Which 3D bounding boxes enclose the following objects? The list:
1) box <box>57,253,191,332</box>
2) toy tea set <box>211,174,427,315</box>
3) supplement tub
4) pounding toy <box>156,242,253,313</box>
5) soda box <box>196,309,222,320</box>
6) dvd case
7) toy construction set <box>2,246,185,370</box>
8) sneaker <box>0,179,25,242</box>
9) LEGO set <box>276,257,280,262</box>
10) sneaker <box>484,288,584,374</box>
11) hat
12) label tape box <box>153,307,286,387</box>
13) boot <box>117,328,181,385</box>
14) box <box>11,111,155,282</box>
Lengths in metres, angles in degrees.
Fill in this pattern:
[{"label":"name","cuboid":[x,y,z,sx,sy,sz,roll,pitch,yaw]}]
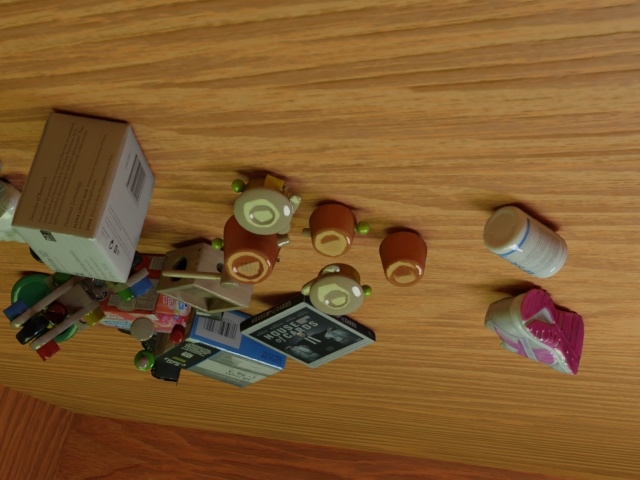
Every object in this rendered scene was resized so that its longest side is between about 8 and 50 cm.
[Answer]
[{"label":"box","cuboid":[-0.393,0.105,1.762,0.257,0.128,0.122,2,156,24]},{"label":"toy tea set","cuboid":[0.000,0.000,1.358,0.336,0.124,0.200,22,128,-14]},{"label":"supplement tub","cuboid":[0.284,0.003,1.210,0.107,0.071,0.071,28,154,-33]},{"label":"pounding toy","cuboid":[-0.201,0.051,1.565,0.181,0.094,0.206,28,154,-35]},{"label":"soda box","cuboid":[-0.225,0.116,1.799,0.060,0.053,0.169,13,158,-1]},{"label":"dvd case","cuboid":[-0.025,0.194,1.843,0.179,0.029,0.239,-28,139,30]},{"label":"toy construction set","cuboid":[-0.389,0.109,1.585,0.309,0.257,0.237,30,177,-5]},{"label":"sneaker","cuboid":[-0.525,-0.044,1.541,0.115,0.090,0.232,13,169,-19]},{"label":"LEGO set","cuboid":[-0.110,0.022,1.552,0.054,0.023,0.083,1,169,32]},{"label":"sneaker","cuboid":[0.377,0.158,1.528,0.111,0.102,0.252,-3,148,44]},{"label":"hat","cuboid":[-0.619,0.135,2.106,0.173,0.183,0.208,0,115,13]},{"label":"label tape box","cuboid":[-0.254,0.260,2.067,0.241,0.105,0.334,22,151,-23]},{"label":"boot","cuboid":[-0.433,0.279,2.208,0.198,0.137,0.077,15,158,-6]},{"label":"box","cuboid":[-0.330,-0.057,1.244,0.119,0.181,0.181,10,159,6]}]
